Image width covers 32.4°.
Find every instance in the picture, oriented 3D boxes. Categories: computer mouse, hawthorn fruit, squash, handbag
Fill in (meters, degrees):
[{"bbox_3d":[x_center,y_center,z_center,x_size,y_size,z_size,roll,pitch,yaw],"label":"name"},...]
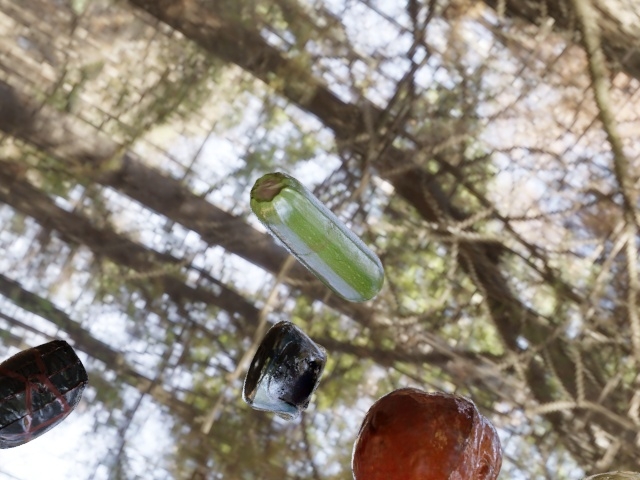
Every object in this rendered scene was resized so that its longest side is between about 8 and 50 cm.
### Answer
[{"bbox_3d":[-0.046,0.201,1.656,0.137,0.096,0.233,-61,167,-5],"label":"computer mouse"},{"bbox_3d":[0.158,0.368,1.701,0.242,0.241,0.272,-27,-141,49],"label":"hawthorn fruit"},{"bbox_3d":[0.000,0.000,1.140,0.066,0.229,0.066,-15,-124,23],"label":"squash"},{"bbox_3d":[-0.536,0.282,2.023,0.215,0.155,0.169,-30,175,-28],"label":"handbag"}]

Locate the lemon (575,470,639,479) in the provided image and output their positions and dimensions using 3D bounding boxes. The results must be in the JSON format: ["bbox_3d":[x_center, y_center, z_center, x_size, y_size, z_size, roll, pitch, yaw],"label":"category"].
[{"bbox_3d":[0.318,0.402,1.138,0.364,0.364,0.364,-43,-150,32],"label":"lemon"}]
